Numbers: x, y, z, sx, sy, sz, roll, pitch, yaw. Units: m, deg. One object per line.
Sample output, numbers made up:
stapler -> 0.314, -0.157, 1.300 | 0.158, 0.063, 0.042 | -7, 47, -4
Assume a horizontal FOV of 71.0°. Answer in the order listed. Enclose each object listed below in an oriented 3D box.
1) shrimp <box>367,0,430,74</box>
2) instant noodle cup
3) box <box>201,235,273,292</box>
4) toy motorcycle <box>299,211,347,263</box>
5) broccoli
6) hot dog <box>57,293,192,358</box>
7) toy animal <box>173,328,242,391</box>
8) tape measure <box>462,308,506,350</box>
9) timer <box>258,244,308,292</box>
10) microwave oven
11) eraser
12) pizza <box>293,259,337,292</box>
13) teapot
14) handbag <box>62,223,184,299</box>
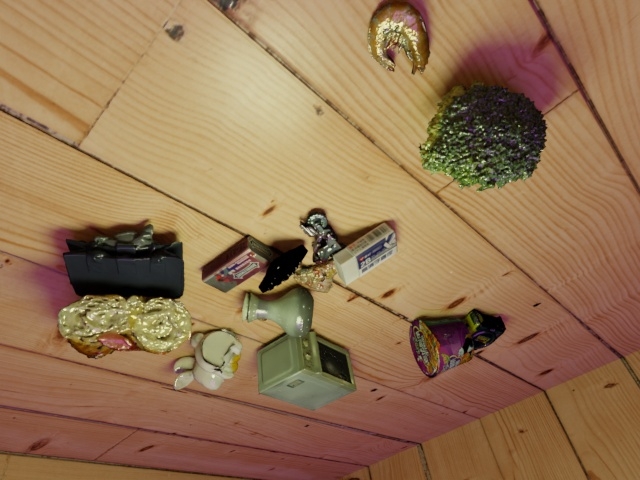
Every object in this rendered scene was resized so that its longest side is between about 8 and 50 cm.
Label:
shrimp -> 0.179, -0.446, 1.013 | 0.132, 0.052, 0.187 | -12, 137, 30
instant noodle cup -> 0.526, 0.445, 1.936 | 0.190, 0.251, 0.251 | -10, 139, -15
box -> -0.273, 0.084, 1.470 | 0.224, 0.069, 0.120 | -34, 135, 24
toy motorcycle -> 0.000, 0.000, 1.433 | 0.122, 0.082, 0.213 | -31, 127, 6
broccoli -> 0.399, -0.276, 1.131 | 0.375, 0.302, 0.249 | -26, 121, -24
hot dog -> -0.634, 0.287, 1.452 | 0.367, 0.196, 0.365 | 9, 165, -25
toy animal -> -0.449, 0.497, 1.814 | 0.247, 0.183, 0.310 | 15, 138, -20
tape measure -> 0.702, 0.401, 2.012 | 0.199, 0.112, 0.186 | 19, 123, -22
timer -> -0.129, 0.092, 1.474 | 0.144, 0.055, 0.187 | -31, 164, -40
microwave oven -> -0.062, 0.548, 1.920 | 0.286, 0.218, 0.355 | -33, 134, 25
eraser -> 0.148, 0.045, 1.467 | 0.210, 0.068, 0.124 | -32, 143, -12
pizza -> 0.016, 0.121, 1.592 | 0.185, 0.052, 0.195 | 25, 127, -37
teapot -> -0.152, 0.253, 1.623 | 0.250, 0.183, 0.183 | 7, 137, -1
handbag -> -0.577, 0.068, 1.352 | 0.325, 0.118, 0.269 | 2, 144, -17
